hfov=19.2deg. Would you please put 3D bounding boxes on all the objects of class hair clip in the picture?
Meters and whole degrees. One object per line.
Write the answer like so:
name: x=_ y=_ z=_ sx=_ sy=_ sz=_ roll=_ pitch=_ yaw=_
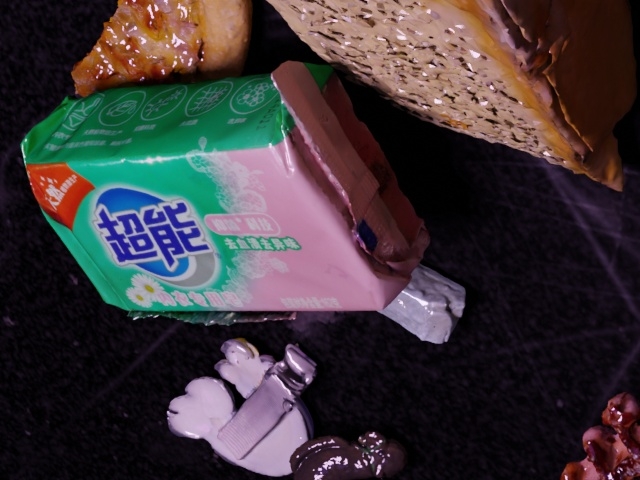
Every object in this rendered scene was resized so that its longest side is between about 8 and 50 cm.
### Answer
hair clip: x=-0.055 y=0.144 z=1.557 sx=0.116 sy=0.049 sz=0.172 roll=47 pitch=140 yaw=5

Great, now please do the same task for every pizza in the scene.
pizza: x=-0.117 y=-0.137 z=1.381 sx=0.127 sy=0.058 sz=0.246 roll=47 pitch=135 yaw=-6

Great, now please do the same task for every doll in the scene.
doll: x=0.024 y=0.220 z=1.540 sx=0.139 sy=0.057 sz=0.165 roll=40 pitch=122 yaw=-9

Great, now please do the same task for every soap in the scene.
soap: x=-0.069 y=-0.035 z=1.319 sx=0.273 sy=0.098 sz=0.218 roll=-2 pitch=129 yaw=41

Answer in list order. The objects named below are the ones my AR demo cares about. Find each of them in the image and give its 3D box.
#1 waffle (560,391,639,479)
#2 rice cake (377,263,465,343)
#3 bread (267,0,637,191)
waffle: x=0.278 y=0.199 z=1.340 sx=0.221 sy=0.055 sz=0.234 roll=16 pitch=134 yaw=26
rice cake: x=0.000 y=0.000 z=1.410 sx=0.245 sy=0.042 sz=0.045 roll=30 pitch=141 yaw=15
bread: x=0.095 y=-0.221 z=1.158 sx=0.248 sy=0.279 sz=0.315 roll=15 pitch=172 yaw=29
